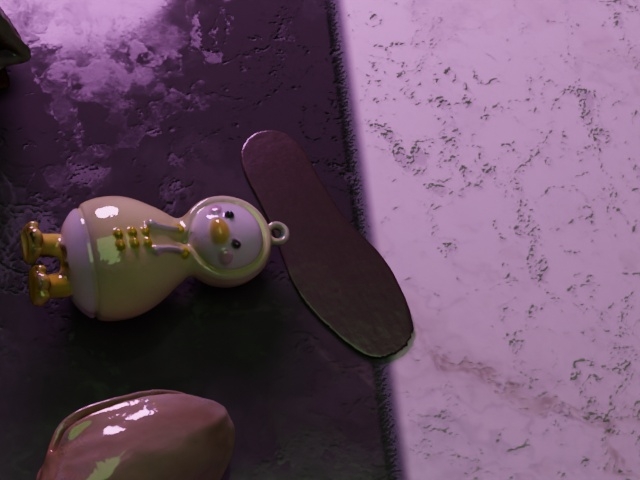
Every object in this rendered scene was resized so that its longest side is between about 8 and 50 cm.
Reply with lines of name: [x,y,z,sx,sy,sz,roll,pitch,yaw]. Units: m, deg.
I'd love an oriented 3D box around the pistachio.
pistachio: [-0.193,0.228,1.391,0.223,0.126,0.152,-33,103,-26]

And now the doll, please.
doll: [-0.176,0.008,1.512,0.296,0.117,0.141,-12,66,-13]

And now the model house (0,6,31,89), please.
model house: [-0.533,-0.286,1.588,0.317,0.282,0.297,-21,110,-15]

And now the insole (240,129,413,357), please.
insole: [0.000,0.000,1.601,0.111,0.007,0.328,-23,66,-19]
